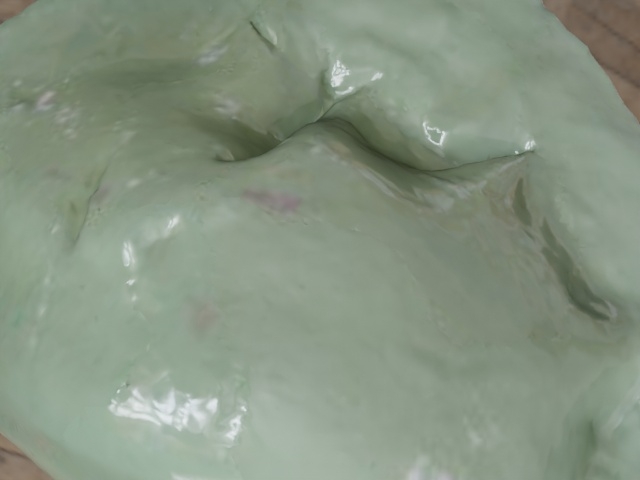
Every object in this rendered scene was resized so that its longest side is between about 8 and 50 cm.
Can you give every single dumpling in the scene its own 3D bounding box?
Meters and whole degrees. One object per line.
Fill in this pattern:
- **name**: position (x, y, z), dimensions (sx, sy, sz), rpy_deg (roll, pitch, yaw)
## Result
- **dumpling**: position (-0.015, 0.024, 0.703), dimensions (0.321, 0.212, 0.270), rpy_deg (19, 51, -20)
